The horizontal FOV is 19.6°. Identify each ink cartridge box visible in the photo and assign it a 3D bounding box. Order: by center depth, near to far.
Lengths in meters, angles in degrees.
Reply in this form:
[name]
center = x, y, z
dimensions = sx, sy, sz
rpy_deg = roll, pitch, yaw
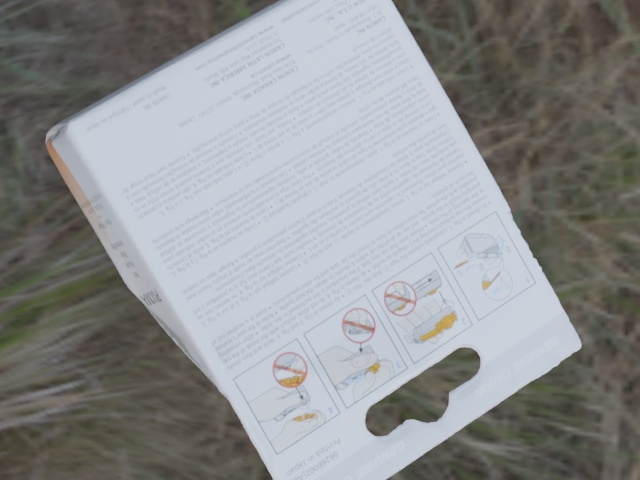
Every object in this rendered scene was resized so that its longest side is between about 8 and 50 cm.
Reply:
[ink cartridge box]
center = 0.000, 0.000, 0.726
dimensions = 0.145, 0.045, 0.179
rpy_deg = -31, 97, -21
